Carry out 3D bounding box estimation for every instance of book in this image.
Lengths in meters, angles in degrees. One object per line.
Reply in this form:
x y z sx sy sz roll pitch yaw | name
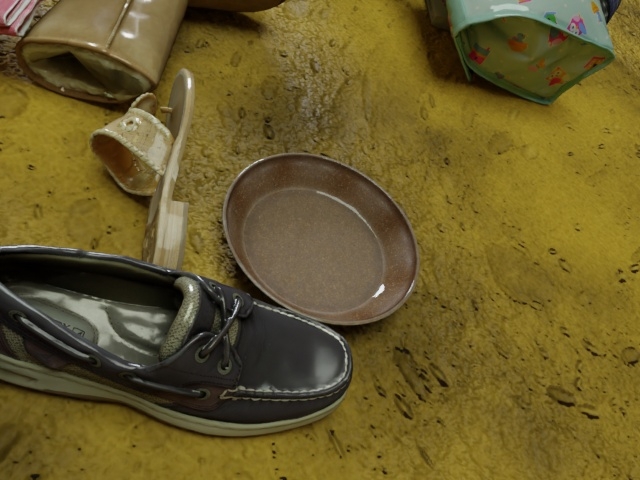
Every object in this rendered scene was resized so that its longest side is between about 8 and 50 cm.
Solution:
0.227 -0.408 0.974 0.096 0.035 0.144 10 54 -17 | book

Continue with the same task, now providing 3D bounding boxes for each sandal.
-0.160 -0.072 0.491 0.079 0.088 0.240 10 56 -26 | sandal

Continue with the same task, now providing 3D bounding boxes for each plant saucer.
0.000 0.000 0.546 0.199 0.036 0.198 13 50 -16 | plant saucer

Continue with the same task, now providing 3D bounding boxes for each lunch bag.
0.282 -0.353 0.849 0.262 0.160 0.223 8 65 -25 | lunch bag

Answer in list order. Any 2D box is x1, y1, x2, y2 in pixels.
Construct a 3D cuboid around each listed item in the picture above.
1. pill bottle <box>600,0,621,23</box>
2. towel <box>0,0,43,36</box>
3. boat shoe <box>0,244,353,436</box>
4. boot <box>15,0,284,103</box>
0.472 -0.426 1.039 0.123 0.123 0.219 38 48 6 | pill bottle
-0.358 -0.245 0.545 0.197 0.029 0.144 5 49 2 | towel
-0.102 0.069 0.406 0.285 0.092 0.102 16 50 -14 | boat shoe
-0.161 -0.248 0.628 0.236 0.089 0.269 7 50 -1 | boot
